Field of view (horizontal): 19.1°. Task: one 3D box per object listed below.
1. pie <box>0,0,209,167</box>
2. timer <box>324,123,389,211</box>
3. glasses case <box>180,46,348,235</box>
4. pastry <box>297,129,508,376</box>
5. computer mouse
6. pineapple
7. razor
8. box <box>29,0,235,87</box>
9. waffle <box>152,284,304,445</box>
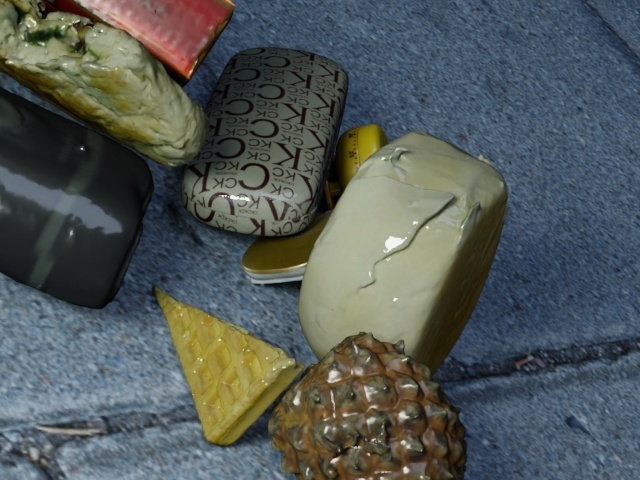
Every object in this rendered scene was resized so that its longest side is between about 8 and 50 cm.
[{"bbox_3d":[-0.242,-0.165,1.725,0.337,0.075,0.337,30,-8,5],"label":"pie"},{"bbox_3d":[0.062,-0.071,2.010,0.107,0.109,0.107,-11,90,-79],"label":"timer"},{"bbox_3d":[-0.053,-0.107,1.932,0.137,0.085,0.355,9,29,4],"label":"glasses case"},{"bbox_3d":[0.079,0.020,1.760,0.133,0.265,0.265,28,26,18],"label":"pastry"},{"bbox_3d":[-0.001,-0.002,1.868,0.199,0.102,0.045,-29,110,-58],"label":"computer mouse"},{"bbox_3d":[0.055,0.177,1.603,0.193,0.166,0.166,45,30,5],"label":"pineapple"},{"bbox_3d":[-0.302,-0.081,1.615,0.349,0.113,0.204,32,24,-10],"label":"razor"},{"bbox_3d":[-0.197,-0.226,1.816,0.197,0.089,0.313,35,-5,-7],"label":"box"},{"bbox_3d":[-0.083,0.071,1.638,0.032,0.125,0.191,15,39,-38],"label":"waffle"}]
